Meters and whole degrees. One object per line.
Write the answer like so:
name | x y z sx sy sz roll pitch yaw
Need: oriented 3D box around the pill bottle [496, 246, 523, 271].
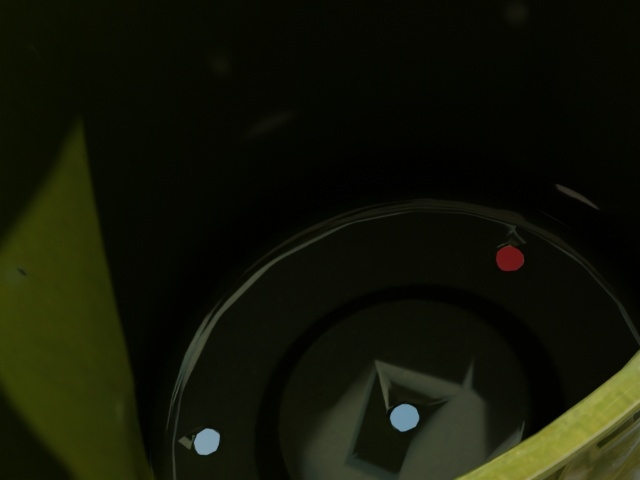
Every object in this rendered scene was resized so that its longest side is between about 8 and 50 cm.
pill bottle | 0.196 -0.019 1.193 0.407 0.229 0.229 39 -21 -14

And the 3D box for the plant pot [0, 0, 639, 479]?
plant pot | 0.000 0.000 0.690 0.366 0.366 0.353 18 -21 21
